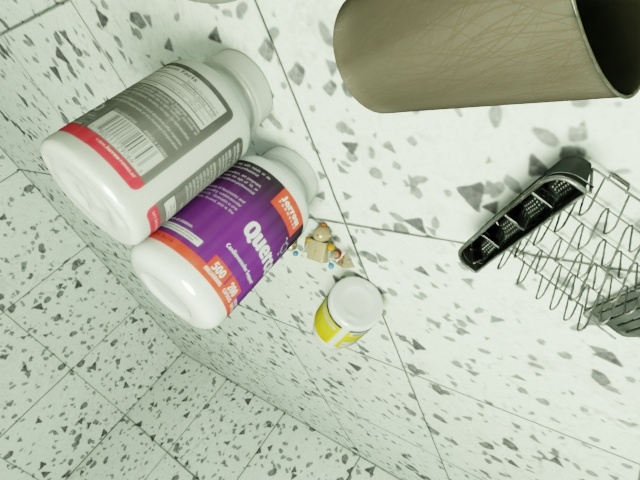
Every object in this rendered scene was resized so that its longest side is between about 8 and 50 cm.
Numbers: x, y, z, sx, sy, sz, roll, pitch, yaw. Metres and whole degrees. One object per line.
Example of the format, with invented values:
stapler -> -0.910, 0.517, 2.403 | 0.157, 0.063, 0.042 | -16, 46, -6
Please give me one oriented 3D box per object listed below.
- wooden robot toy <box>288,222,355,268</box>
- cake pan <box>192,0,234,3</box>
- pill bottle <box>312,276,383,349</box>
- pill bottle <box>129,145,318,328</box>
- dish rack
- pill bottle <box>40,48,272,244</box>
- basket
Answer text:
wooden robot toy -> 0.000, 0.000, 0.894 | 0.173, 0.076, 0.079 | 18, 108, 34
cake pan -> -0.195, -0.382, 0.476 | 0.293, 0.054, 0.293 | 18, 174, 2
pill bottle -> 0.052, 0.173, 0.983 | 0.119, 0.119, 0.208 | 37, 149, 6
pill bottle -> -0.144, -0.020, 0.746 | 0.181, 0.323, 0.181 | 29, 148, 20
dish rack -> 0.334, 0.034, 0.530 | 0.271, 0.074, 0.208 | 37, 150, 5
pill bottle -> -0.219, -0.157, 0.657 | 0.176, 0.318, 0.176 | 28, 147, 21
basket -> 0.131, -0.197, 0.388 | 0.227, 0.154, 0.204 | 2, 134, 52
